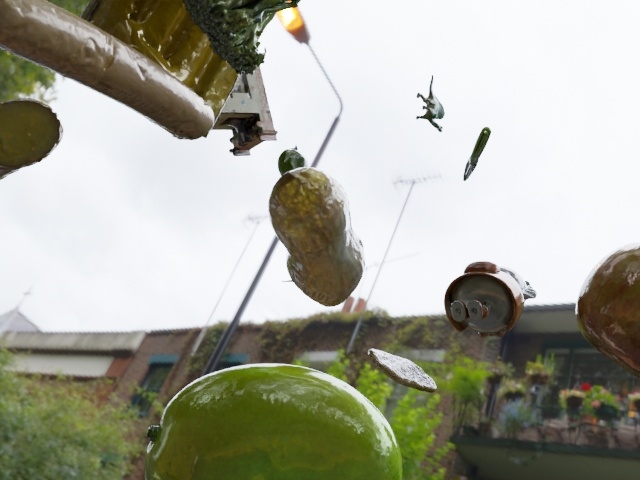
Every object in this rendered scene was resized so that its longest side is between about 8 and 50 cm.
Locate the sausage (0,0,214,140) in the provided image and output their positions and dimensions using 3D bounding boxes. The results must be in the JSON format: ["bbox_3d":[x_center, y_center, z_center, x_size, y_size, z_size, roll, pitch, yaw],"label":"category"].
[{"bbox_3d":[-0.216,-0.174,0.706,0.066,0.065,0.301,5,-7,26],"label":"sausage"}]

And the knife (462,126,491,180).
[{"bbox_3d":[0.297,-0.164,1.320,0.022,0.026,0.184,17,-23,5],"label":"knife"}]

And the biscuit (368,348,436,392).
[{"bbox_3d":[0.118,0.186,0.986,0.071,0.018,0.147,42,9,40],"label":"biscuit"}]

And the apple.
[{"bbox_3d":[0.501,0.108,1.047,0.211,0.188,0.211,38,-2,1],"label":"apple"}]

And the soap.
[{"bbox_3d":[-0.242,-0.343,1.109,0.259,0.281,0.143,35,-12,-35],"label":"soap"}]

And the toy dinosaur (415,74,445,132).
[{"bbox_3d":[0.214,-0.261,1.320,0.060,0.119,0.029,20,-29,-24],"label":"toy dinosaur"}]

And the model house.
[{"bbox_3d":[-0.254,-0.341,1.465,0.169,0.244,0.325,-16,-94,44],"label":"model house"}]

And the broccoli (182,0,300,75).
[{"bbox_3d":[-0.028,-0.368,0.959,0.362,0.252,0.221,8,-42,15],"label":"broccoli"}]

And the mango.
[{"bbox_3d":[-0.056,0.224,0.753,0.273,0.185,0.149,-16,-9,2],"label":"mango"}]

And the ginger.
[{"bbox_3d":[-0.589,-0.165,1.239,0.354,0.190,0.126,-12,-70,32],"label":"ginger"}]

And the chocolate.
[{"bbox_3d":[0.000,0.000,1.101,0.134,0.134,0.309,11,-34,19],"label":"chocolate"}]

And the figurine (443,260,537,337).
[{"bbox_3d":[0.323,0.113,1.291,0.143,0.143,0.271,-2,-9,33],"label":"figurine"}]

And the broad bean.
[{"bbox_3d":[-0.032,-0.062,1.331,0.098,0.317,0.056,6,-35,-17],"label":"broad bean"}]
